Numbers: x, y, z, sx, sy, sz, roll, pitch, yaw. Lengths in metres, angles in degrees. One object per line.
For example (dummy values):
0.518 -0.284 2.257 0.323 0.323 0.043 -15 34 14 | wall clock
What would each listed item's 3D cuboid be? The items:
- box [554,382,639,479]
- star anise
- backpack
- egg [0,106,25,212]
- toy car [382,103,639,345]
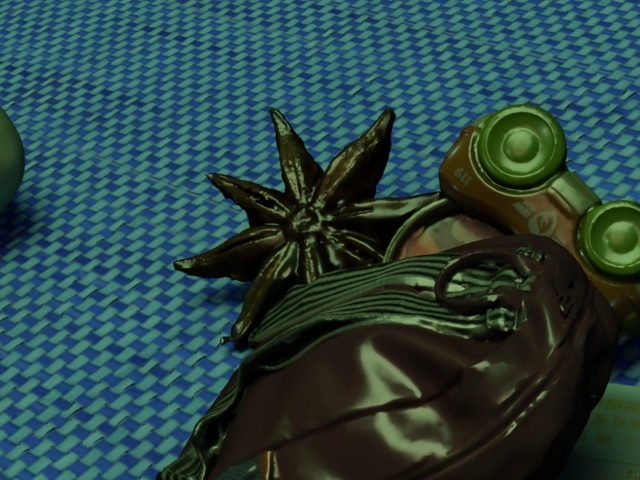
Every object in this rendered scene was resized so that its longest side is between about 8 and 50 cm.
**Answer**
0.191 0.202 1.062 0.155 0.067 0.243 3 36 23 | box
0.000 0.000 1.384 0.272 0.102 0.272 -8 63 17 | star anise
0.049 0.113 1.001 0.317 0.197 0.283 -36 8 32 | backpack
-0.424 -0.086 1.550 0.253 0.187 0.186 4 37 25 | egg
0.159 0.025 1.253 0.235 0.145 0.235 -3 76 11 | toy car
